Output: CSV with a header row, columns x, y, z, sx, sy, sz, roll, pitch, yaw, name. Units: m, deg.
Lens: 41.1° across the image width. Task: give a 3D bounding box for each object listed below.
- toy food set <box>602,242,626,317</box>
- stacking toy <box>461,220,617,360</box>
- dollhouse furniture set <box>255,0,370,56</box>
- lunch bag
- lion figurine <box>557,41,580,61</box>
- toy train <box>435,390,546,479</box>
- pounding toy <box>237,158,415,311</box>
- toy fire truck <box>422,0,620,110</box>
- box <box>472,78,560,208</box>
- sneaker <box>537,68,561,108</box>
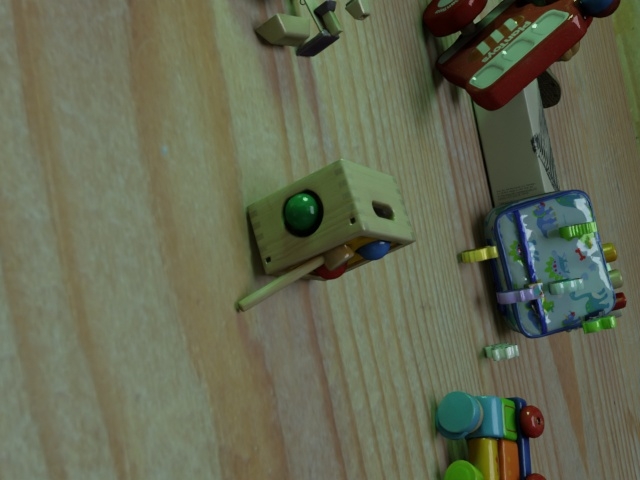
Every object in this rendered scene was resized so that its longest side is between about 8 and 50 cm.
x,y,z,sx,sy,sz,roll,pitch,yaw,name
0.581,0.106,1.820,0.232,0.104,0.111,62,14,-59,toy food set
0.329,0.074,1.272,0.052,0.221,0.167,176,-98,-81,stacking toy
-0.020,-0.256,0.902,0.114,0.091,0.081,-14,77,-58,dollhouse furniture set
0.356,0.038,1.349,0.090,0.176,0.219,-165,-118,-82,lunch bag
0.486,-0.468,1.783,0.240,0.142,0.392,55,38,-31,lion figurine
0.209,0.315,1.072,0.143,0.105,0.248,24,59,-43,toy train
0.000,0.000,0.801,0.141,0.130,0.100,10,59,-59,pounding toy
0.311,-0.319,1.243,0.169,0.302,0.254,49,4,-27,toy fire truck
0.331,-0.183,1.457,0.113,0.094,0.275,-13,92,-61,box
0.443,-0.350,1.742,0.188,0.066,0.071,47,37,-45,sneaker
